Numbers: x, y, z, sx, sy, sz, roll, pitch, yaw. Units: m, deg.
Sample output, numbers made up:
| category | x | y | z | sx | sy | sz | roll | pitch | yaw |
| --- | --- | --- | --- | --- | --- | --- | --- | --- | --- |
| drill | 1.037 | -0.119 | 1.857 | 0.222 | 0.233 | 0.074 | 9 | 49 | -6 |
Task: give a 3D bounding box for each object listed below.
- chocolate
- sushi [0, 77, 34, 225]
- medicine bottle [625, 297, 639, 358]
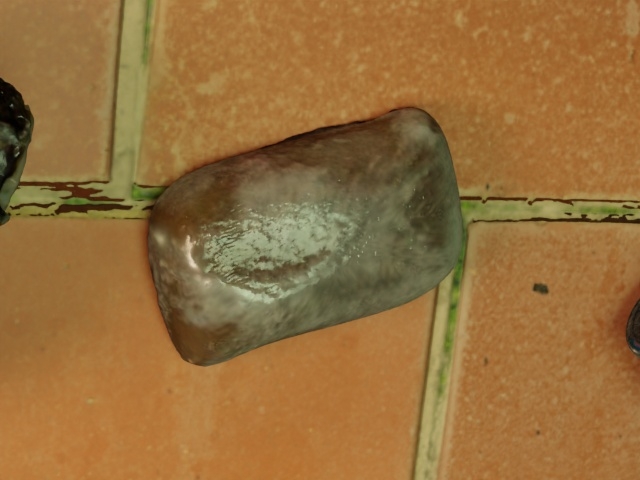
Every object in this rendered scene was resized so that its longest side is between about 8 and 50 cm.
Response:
| category | x | y | z | sx | sy | sz | roll | pitch | yaw |
| --- | --- | --- | --- | --- | --- | --- | --- | --- | --- |
| chocolate | 0.000 | 0.000 | 1.483 | 0.303 | 0.100 | 0.185 | -19 | 107 | -21 |
| sushi | -0.343 | -0.013 | 1.272 | 0.182 | 0.196 | 0.343 | 17 | 97 | -33 |
| medicine bottle | 0.440 | 0.151 | 1.685 | 0.293 | 0.141 | 0.141 | 39 | 86 | -27 |
